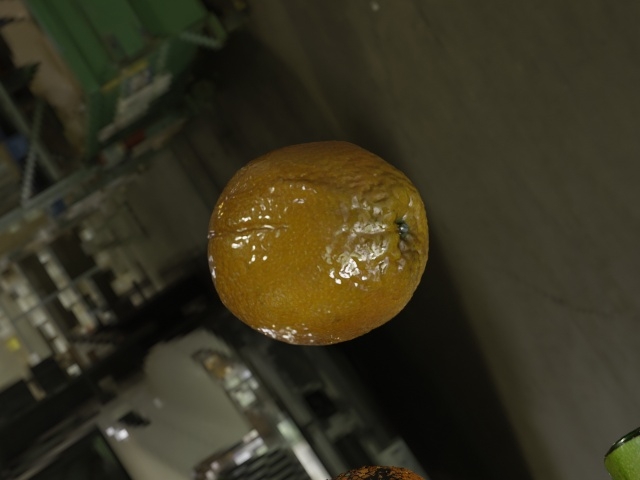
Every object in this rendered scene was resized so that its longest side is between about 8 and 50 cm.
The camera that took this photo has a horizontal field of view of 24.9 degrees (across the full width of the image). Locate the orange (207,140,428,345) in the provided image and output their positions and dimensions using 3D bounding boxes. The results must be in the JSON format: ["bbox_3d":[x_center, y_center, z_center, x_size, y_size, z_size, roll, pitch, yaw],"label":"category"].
[{"bbox_3d":[0.000,0.000,2.247,0.357,0.322,0.322,-12,114,44],"label":"orange"}]

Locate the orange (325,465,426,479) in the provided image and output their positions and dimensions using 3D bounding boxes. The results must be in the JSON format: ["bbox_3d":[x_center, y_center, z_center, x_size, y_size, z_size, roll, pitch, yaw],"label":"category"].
[{"bbox_3d":[0.061,0.341,1.436,0.234,0.182,0.234,164,90,-79],"label":"orange"}]

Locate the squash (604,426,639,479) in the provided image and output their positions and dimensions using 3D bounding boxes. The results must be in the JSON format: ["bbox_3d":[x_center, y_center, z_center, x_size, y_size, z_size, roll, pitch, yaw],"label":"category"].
[{"bbox_3d":[0.540,0.369,2.287,0.170,0.170,0.123,78,178,-61],"label":"squash"}]
